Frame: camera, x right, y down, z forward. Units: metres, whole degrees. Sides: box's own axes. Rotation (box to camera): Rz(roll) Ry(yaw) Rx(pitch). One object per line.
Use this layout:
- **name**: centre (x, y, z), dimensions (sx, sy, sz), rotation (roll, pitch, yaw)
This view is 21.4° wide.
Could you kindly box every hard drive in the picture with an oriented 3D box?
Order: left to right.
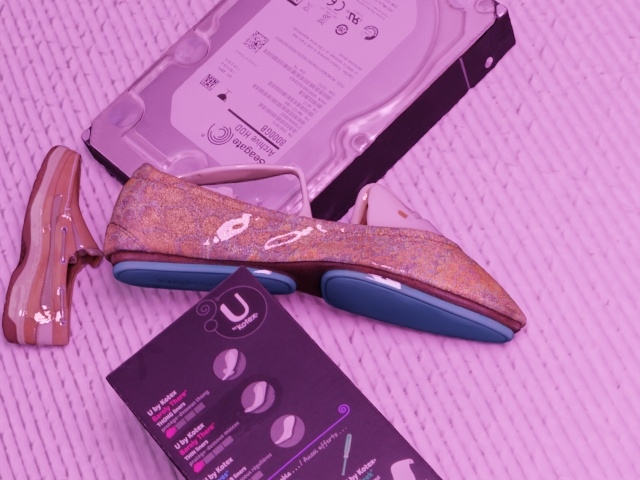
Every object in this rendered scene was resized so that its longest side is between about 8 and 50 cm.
- **hard drive**: centre (-0.022, -0.139, 1.531), dimensions (0.339, 0.064, 0.237), rotation (-45, 58, -10)

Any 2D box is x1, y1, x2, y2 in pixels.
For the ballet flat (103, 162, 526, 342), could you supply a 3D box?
- **ballet flat**: centre (0.000, 0.000, 1.369), dimensions (0.348, 0.123, 0.123), rotation (9, 63, 4)

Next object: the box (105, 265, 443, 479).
- **box**: centre (-0.013, 0.177, 1.281), dimensions (0.143, 0.165, 0.270), rotation (-40, 58, -7)

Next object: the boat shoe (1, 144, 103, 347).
- **boat shoe**: centre (-0.228, 0.007, 1.513), dimensions (0.072, 0.068, 0.190), rotation (7, 72, 6)
